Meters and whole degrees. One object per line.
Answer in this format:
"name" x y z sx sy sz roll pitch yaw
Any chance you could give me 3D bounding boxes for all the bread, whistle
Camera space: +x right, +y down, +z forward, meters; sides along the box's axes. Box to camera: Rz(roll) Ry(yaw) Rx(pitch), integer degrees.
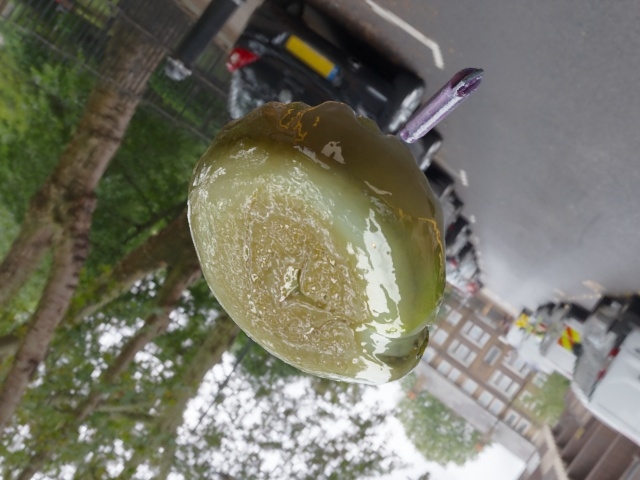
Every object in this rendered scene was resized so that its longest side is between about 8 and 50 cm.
"bread" 0.000 0.000 0.575 0.213 0.104 0.213 22 137 22
"whistle" 0.149 -0.169 1.053 0.033 0.033 0.176 35 154 -9
